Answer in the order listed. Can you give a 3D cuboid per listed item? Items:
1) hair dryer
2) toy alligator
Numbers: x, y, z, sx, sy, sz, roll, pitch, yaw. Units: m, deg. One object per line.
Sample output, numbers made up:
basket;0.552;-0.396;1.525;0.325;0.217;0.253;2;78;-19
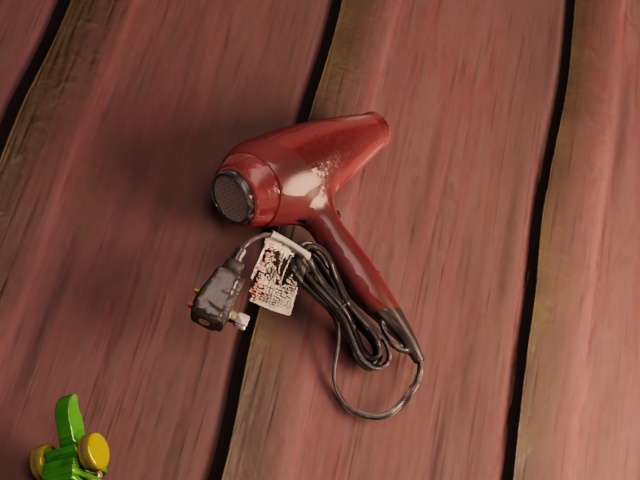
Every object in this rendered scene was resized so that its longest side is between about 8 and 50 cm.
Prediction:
hair dryer;0.000;0.000;1.351;0.223;0.080;0.294;30;57;-24
toy alligator;-0.182;0.207;1.140;0.051;0.056;0.190;42;37;-50
